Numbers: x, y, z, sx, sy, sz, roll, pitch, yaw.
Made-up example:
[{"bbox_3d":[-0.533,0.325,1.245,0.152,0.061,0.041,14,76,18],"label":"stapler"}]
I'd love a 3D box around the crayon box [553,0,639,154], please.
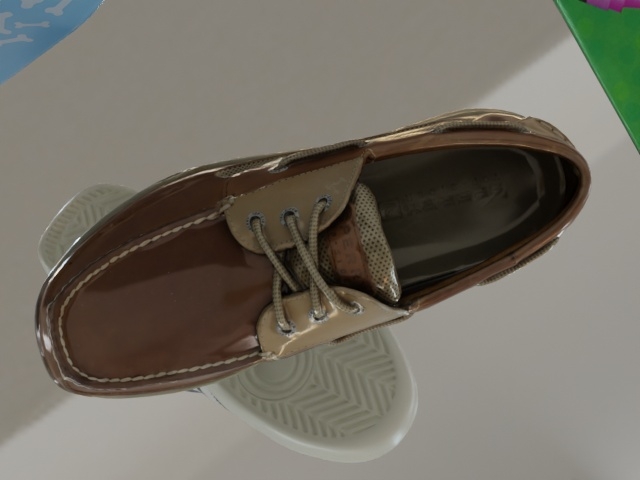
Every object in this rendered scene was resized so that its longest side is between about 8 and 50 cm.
[{"bbox_3d":[0.184,-0.066,0.536,0.278,0.081,0.165,-11,-112,-46],"label":"crayon box"}]

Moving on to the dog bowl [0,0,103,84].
[{"bbox_3d":[-0.162,-0.149,0.919,0.074,0.297,0.166,18,-113,-28],"label":"dog bowl"}]

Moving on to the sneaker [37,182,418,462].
[{"bbox_3d":[-0.057,0.078,1.501,0.350,0.148,0.131,32,-108,33],"label":"sneaker"}]

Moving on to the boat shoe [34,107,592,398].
[{"bbox_3d":[0.000,0.000,1.076,0.324,0.116,0.123,-22,-85,-14],"label":"boat shoe"}]
